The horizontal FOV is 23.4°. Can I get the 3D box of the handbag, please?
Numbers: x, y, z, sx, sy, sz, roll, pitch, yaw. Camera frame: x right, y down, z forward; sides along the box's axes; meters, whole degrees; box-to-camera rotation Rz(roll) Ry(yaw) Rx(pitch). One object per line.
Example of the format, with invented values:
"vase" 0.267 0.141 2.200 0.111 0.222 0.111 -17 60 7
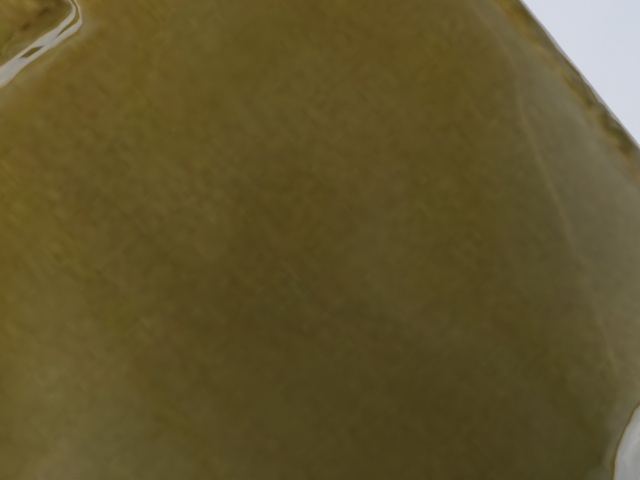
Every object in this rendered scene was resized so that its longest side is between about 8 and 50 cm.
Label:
"handbag" -0.117 0.055 0.326 0.401 0.283 0.133 -41 -164 -21
